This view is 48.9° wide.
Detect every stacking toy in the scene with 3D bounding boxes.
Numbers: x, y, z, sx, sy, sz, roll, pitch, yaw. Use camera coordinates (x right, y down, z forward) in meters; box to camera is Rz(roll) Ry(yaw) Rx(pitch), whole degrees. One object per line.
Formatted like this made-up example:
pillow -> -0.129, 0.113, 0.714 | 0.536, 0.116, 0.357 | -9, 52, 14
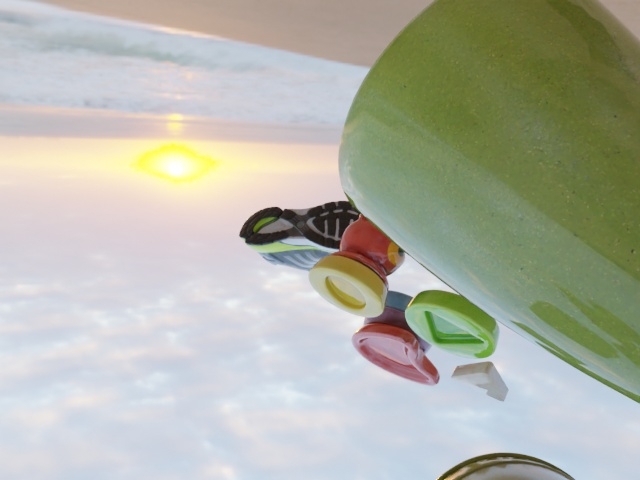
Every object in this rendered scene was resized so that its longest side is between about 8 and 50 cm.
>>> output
stacking toy -> 0.159, 0.099, 1.066 | 0.280, 0.130, 0.309 | 12, 149, 31

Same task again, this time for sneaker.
sneaker -> 0.000, 0.000, 1.332 | 0.300, 0.111, 0.121 | 3, 149, 30

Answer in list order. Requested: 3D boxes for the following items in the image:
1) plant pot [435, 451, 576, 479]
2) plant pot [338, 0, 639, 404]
plant pot -> 0.322, 0.508, 1.036 | 0.367, 0.366, 0.353 | 2, 165, 2
plant pot -> 0.205, -0.023, 0.558 | 0.275, 0.274, 0.293 | -4, -135, -39
